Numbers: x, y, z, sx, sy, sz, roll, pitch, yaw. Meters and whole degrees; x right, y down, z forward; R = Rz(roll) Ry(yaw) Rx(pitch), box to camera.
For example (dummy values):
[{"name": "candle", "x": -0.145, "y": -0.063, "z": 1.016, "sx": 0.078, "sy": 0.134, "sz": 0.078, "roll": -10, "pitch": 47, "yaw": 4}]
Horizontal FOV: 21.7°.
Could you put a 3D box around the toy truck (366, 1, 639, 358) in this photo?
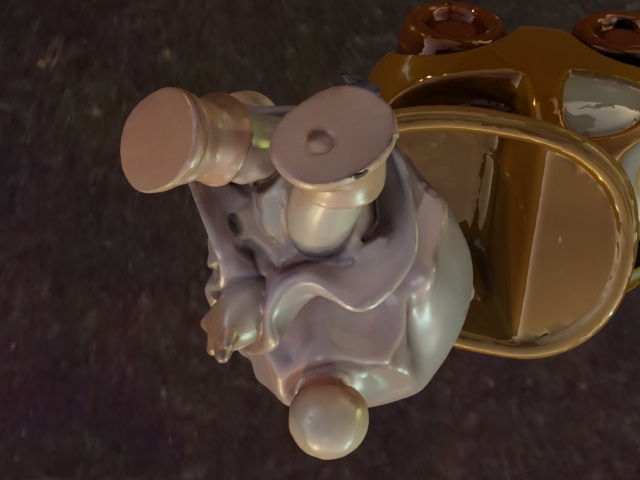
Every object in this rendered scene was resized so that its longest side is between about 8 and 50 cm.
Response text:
[{"name": "toy truck", "x": 0.139, "y": -0.049, "z": 1.231, "sx": 0.288, "sy": 0.211, "sz": 0.204, "roll": 7, "pitch": 123, "yaw": 3}]

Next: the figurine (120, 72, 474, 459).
[{"name": "figurine", "x": 0.000, "y": 0.000, "z": 0.804, "sx": 0.133, "sy": 0.276, "sz": 0.200, "roll": -19, "pitch": 67, "yaw": 4}]
